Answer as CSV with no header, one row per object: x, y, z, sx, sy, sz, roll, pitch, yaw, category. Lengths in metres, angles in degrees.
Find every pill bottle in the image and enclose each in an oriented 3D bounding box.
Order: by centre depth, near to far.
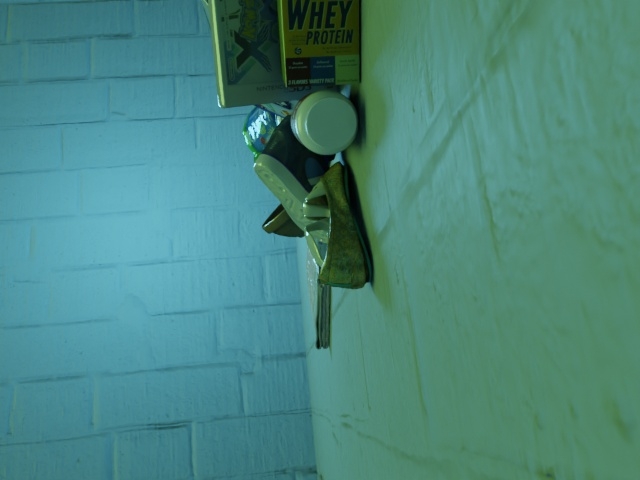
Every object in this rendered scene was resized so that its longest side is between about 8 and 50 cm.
0.007,-0.231,1.069,0.216,0.121,0.121,-116,23,-76,pill bottle

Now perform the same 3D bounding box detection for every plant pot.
-0.057,-0.086,1.650,0.110,0.237,0.237,45,-177,-12,plant pot

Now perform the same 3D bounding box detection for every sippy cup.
-0.137,-0.417,1.936,0.224,0.240,0.305,147,113,-67,sippy cup

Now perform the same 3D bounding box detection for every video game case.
-0.089,-0.455,1.133,0.036,0.300,0.328,21,120,48,video game case

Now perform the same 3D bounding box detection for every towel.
-0.012,0.166,1.941,0.317,0.053,0.331,-101,10,-52,towel

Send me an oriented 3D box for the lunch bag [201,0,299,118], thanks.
-0.129,-0.494,1.418,0.385,0.239,0.328,53,176,2,lunch bag

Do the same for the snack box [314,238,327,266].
0.000,0.000,1.751,0.141,0.037,0.100,92,171,-46,snack box

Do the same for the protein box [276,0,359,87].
-0.009,-0.406,1.026,0.200,0.136,0.201,-105,12,-65,protein box

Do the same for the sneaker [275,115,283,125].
-0.053,-0.340,1.641,0.147,0.145,0.384,9,95,55,sneaker

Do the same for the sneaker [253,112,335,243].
0.004,-0.164,1.311,0.130,0.236,0.323,11,151,48,sneaker

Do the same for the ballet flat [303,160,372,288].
0.020,-0.043,1.124,0.123,0.123,0.348,91,172,-46,ballet flat
